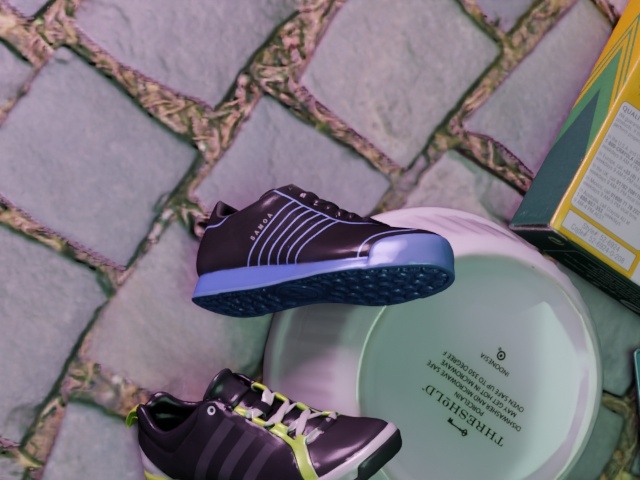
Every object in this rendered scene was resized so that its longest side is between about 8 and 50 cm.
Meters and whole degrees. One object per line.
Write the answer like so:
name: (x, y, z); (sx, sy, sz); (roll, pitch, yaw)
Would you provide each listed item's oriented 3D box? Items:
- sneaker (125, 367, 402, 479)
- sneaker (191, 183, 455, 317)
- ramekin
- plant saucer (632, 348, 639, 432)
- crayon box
sneaker: (-0.053, 0.144, 1.450); (0.084, 0.235, 0.097); (-40, 115, -53)
sneaker: (0.000, 0.000, 1.461); (0.081, 0.232, 0.090); (31, 60, -50)
ramekin: (0.101, 0.108, 1.550); (0.273, 0.127, 0.272); (-1, 93, -21)
plant saucer: (0.307, 0.183, 1.691); (0.067, 0.018, 0.192); (-9, 96, -21)
crayon box: (0.324, -0.095, 1.643); (0.203, 0.083, 0.323); (33, 79, -18)
